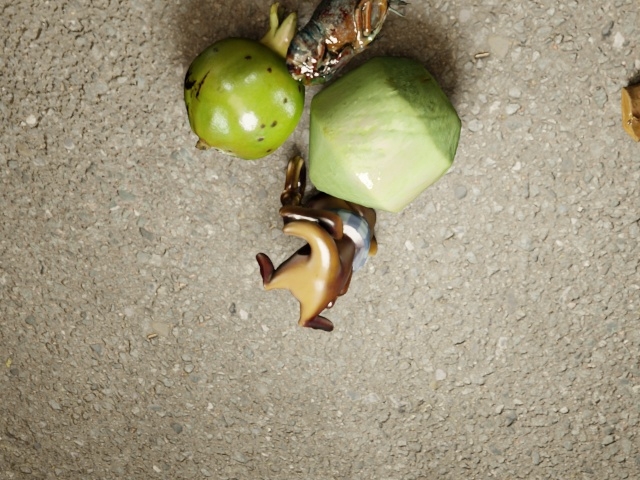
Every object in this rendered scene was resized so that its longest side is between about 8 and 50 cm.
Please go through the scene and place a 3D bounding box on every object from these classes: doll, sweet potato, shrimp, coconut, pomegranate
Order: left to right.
[{"bbox_3d":[-0.144,-0.324,1.729,0.260,0.260,0.341,26,97,-5],"label":"pomegranate"},{"bbox_3d":[-0.004,0.001,1.828,0.209,0.340,0.318,-3,125,28],"label":"doll"},{"bbox_3d":[0.069,-0.454,1.667,0.372,0.172,0.137,-41,117,-7],"label":"shrimp"},{"bbox_3d":[0.112,-0.210,1.706,0.328,0.281,0.329,-2,85,17],"label":"coconut"},{"bbox_3d":[0.754,-0.304,1.644,0.336,0.131,0.131,-23,113,19],"label":"sweet potato"}]
